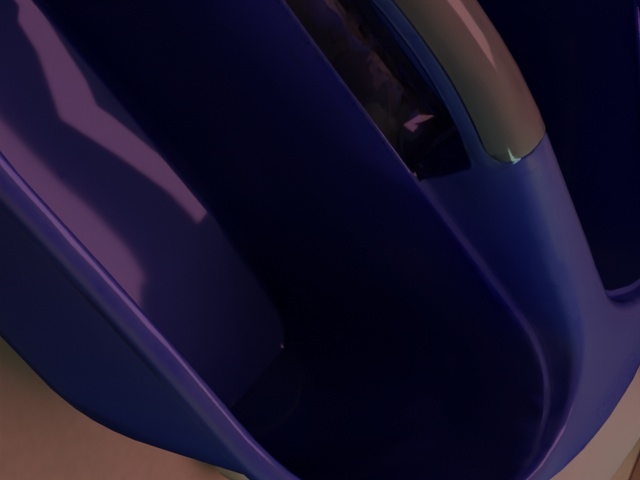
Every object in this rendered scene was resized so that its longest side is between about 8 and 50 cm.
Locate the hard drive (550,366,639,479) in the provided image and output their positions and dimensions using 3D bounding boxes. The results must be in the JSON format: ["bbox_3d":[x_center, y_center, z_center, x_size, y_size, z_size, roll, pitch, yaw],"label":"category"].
[{"bbox_3d":[0.105,0.037,0.865,0.203,0.040,0.307,-45,131,-38],"label":"hard drive"}]

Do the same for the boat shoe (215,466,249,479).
[{"bbox_3d":[0.001,0.000,0.682,0.079,0.081,0.227,5,94,-54],"label":"boat shoe"}]

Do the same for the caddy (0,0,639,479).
[{"bbox_3d":[-0.011,-0.063,0.509,0.341,0.179,0.241,51,63,-27],"label":"caddy"}]
